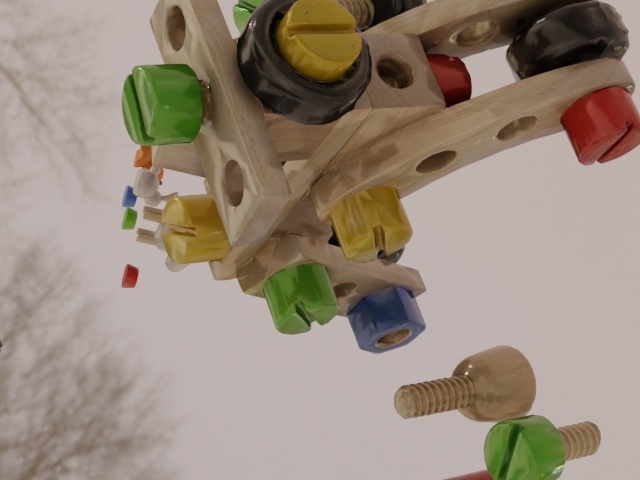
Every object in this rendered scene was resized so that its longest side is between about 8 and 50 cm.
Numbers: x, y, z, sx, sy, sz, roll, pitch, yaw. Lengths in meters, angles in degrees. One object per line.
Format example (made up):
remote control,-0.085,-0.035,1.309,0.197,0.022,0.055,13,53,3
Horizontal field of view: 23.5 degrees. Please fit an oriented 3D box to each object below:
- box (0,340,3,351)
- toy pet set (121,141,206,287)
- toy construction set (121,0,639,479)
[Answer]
box,-0.309,-0.011,0.743,0.270,0.060,0.216,-8,-66,30
toy pet set,-0.080,-0.037,0.970,0.065,0.122,0.114,13,-62,-14
toy construction set,0.000,0.000,0.745,0.257,0.237,0.309,-9,-92,52
